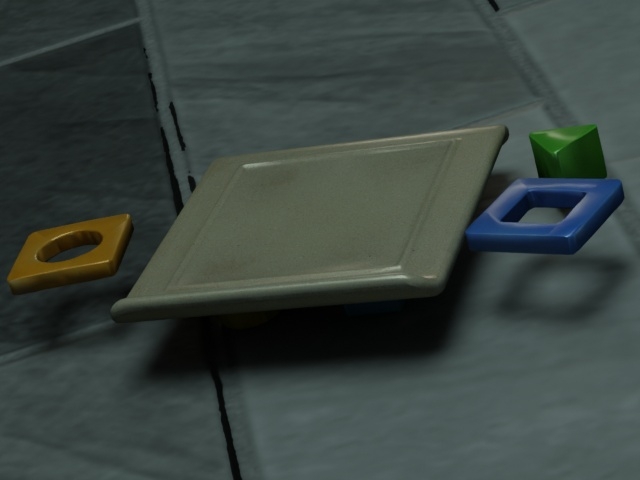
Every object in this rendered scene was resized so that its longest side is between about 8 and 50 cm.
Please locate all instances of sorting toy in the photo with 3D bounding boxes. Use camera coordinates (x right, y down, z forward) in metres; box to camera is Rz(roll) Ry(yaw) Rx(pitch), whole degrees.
[{"bbox_3d":[0.000,0.000,1.085,0.347,0.047,0.196,-5,26,22],"label":"sorting toy"}]
